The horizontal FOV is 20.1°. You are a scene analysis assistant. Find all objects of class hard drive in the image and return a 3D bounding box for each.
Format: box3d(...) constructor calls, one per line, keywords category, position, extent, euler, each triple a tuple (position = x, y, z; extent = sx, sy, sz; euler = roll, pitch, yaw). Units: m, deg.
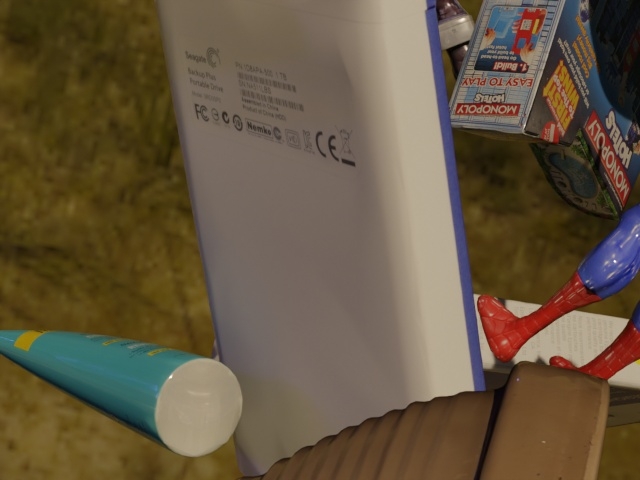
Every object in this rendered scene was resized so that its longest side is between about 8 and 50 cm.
box3d(category="hard drive", position=(0.000, 0.000, 0.906), extent=(0.040, 0.318, 0.210), euler=(-21, 24, -29))

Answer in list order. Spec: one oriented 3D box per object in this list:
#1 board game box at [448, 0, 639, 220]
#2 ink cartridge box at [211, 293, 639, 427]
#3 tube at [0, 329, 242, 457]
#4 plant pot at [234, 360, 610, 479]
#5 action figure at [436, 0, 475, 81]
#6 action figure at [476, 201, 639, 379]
box3d(category="board game box", position=(0.155, -0.111, 1.147), extent=(0.060, 0.194, 0.194), euler=(8, 56, 35))
box3d(category="ink cartridge box", position=(0.119, 0.104, 1.447), extent=(0.307, 0.072, 0.303), euler=(9, -15, -33))
box3d(category="tube", position=(-0.119, 0.074, 1.011), extent=(0.080, 0.052, 0.207), euler=(19, -4, -35))
box3d(category="plant pot", position=(0.009, 0.143, 0.555), extent=(0.110, 0.237, 0.237), euler=(16, 19, 8))
box3d(category="action figure", position=(0.066, -0.271, 1.635), extent=(0.185, 0.285, 0.099), euler=(-14, 19, 9))
box3d(category="action figure", position=(0.204, -0.046, 0.916), extent=(0.091, 0.280, 0.139), euler=(39, 26, -27))
